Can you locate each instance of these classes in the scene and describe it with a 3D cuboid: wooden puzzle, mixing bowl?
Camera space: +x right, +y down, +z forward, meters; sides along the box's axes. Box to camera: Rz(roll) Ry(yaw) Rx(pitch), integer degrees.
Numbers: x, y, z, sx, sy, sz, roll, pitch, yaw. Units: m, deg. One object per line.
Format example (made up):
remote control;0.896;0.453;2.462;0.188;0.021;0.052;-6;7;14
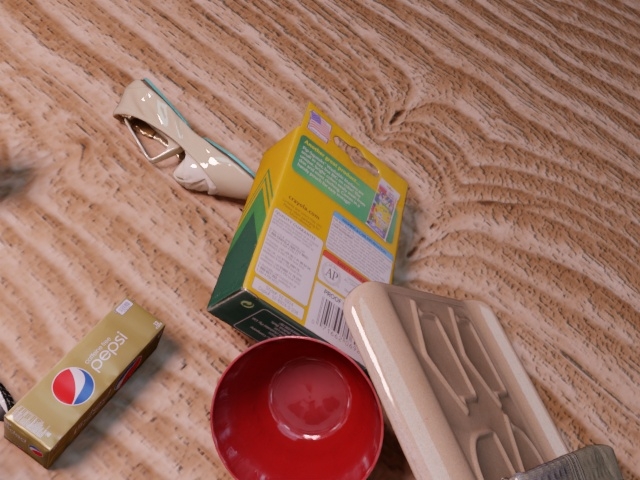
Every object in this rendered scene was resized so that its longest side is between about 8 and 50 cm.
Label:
wooden puzzle;0.168;0.211;0.806;0.348;0.081;0.322;11;49;-55
mixing bowl;-0.020;0.184;0.765;0.181;0.181;0.098;35;7;4

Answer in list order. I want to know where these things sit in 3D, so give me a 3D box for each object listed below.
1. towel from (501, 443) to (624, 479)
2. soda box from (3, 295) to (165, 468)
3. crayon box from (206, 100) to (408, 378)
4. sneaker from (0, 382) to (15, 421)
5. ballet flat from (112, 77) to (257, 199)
towel;0.294;0.376;0.717;0.324;0.056;0.312;14;54;-52
soda box;-0.245;0.146;0.742;0.058;0.061;0.181;36;49;4
crayon box;0.000;0.000;0.903;0.203;0.083;0.322;36;46;-24
sneaker;-0.354;0.147;0.716;0.044;0.040;0.109;-40;74;-22
ballet flat;-0.189;-0.120;0.964;0.248;0.086;0.086;41;50;11
